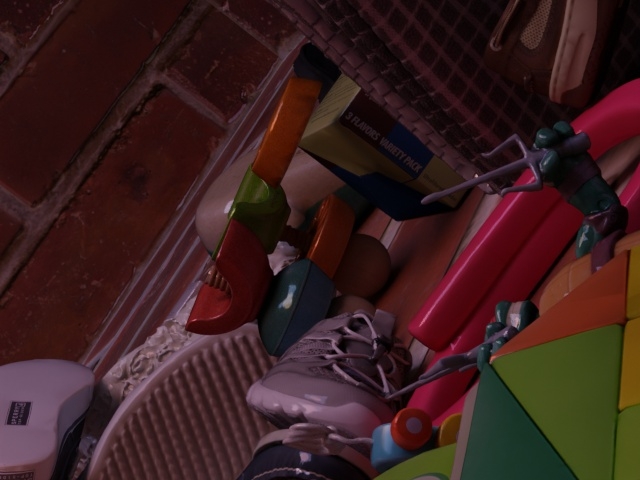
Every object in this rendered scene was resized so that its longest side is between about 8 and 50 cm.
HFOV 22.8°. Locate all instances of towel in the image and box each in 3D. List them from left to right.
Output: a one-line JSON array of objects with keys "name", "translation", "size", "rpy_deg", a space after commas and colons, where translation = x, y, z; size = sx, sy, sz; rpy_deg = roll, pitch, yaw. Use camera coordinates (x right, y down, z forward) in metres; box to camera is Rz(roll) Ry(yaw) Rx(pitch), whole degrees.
[{"name": "towel", "translation": [0.121, -0.193, 1.150], "size": [0.235, 0.283, 0.121], "rpy_deg": [-52, 29, -5]}]

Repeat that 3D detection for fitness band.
[{"name": "fitness band", "translation": [0.141, 0.025, 0.990], "size": [0.291, 0.054, 0.209], "rpy_deg": [-54, 12, -1]}]

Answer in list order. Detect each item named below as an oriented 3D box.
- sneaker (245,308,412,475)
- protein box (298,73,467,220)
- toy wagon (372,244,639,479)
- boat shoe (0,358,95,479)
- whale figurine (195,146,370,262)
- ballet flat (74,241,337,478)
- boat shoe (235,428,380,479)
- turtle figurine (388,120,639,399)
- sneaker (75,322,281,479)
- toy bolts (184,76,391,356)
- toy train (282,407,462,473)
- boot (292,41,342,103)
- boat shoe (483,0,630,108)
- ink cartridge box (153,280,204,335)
[{"name": "sneaker", "translation": [0.014, 0.095, 1.158], "size": [0.115, 0.105, 0.281], "rpy_deg": [-53, 9, -1]}, {"name": "protein box", "translation": [0.103, -0.142, 1.508], "size": [0.201, 0.136, 0.200], "rpy_deg": [-55, 9, -10]}, {"name": "toy wagon", "translation": [0.129, 0.068, 0.458], "size": [0.344, 0.068, 0.267], "rpy_deg": [-18, 23, 21]}, {"name": "boat shoe", "translation": [-0.275, 0.198, 1.502], "size": [0.301, 0.108, 0.102], "rpy_deg": [-104, 17, -73]}, {"name": "whale figurine", "translation": [-0.004, -0.041, 1.769], "size": [0.272, 0.141, 0.216], "rpy_deg": [-22, 22, 21]}, {"name": "ballet flat", "translation": [-0.128, 0.153, 1.588], "size": [0.409, 0.147, 0.147], "rpy_deg": [-48, 11, 27]}, {"name": "boat shoe", "translation": [-0.038, 0.198, 1.072], "size": [0.079, 0.095, 0.254], "rpy_deg": [-57, 9, -33]}, {"name": "turtle figurine", "translation": [0.146, 0.011, 0.809], "size": [0.234, 0.118, 0.175], "rpy_deg": [-30, 35, 28]}, {"name": "sneaker", "translation": [-0.161, 0.213, 1.487], "size": [0.366, 0.135, 0.150], "rpy_deg": [-51, 13, 7]}, {"name": "toy bolts", "translation": [0.000, 0.000, 1.362], "size": [0.228, 0.158, 0.218], "rpy_deg": [-73, 8, -52]}, {"name": "toy train", "translation": [0.063, 0.129, 0.790], "size": [0.125, 0.166, 0.046], "rpy_deg": [-16, 61, 37]}, {"name": "boot", "translation": [0.099, -0.275, 2.004], "size": [0.260, 0.131, 0.348], "rpy_deg": [-58, 19, 11]}, {"name": "boat shoe", "translation": [0.170, -0.221, 1.044], "size": [0.095, 0.095, 0.258], "rpy_deg": [-13, -59, -72]}, {"name": "ink cartridge box", "translation": [-0.148, 0.148, 1.747], "size": [0.181, 0.104, 0.061], "rpy_deg": [-55, 9, -11]}]
